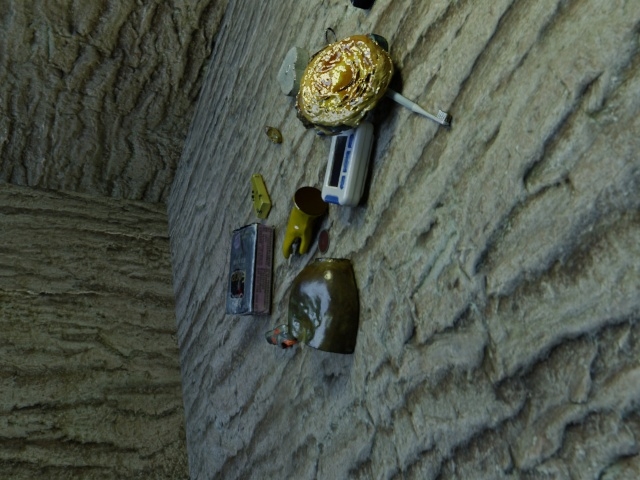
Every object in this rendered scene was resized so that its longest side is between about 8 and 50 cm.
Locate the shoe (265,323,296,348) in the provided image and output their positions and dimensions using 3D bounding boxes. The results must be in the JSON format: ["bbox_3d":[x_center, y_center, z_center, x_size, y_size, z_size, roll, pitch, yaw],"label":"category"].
[{"bbox_3d":[-0.142,0.353,2.096,0.194,0.074,0.077,-37,56,54],"label":"shoe"}]

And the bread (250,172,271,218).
[{"bbox_3d":[-0.259,-0.191,2.486,0.088,0.049,0.226,-66,30,32],"label":"bread"}]

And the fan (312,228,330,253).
[{"bbox_3d":[0.000,0.000,1.956,0.133,0.005,0.085,18,101,63],"label":"fan"}]

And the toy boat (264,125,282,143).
[{"bbox_3d":[-0.194,-0.430,2.407,0.149,0.048,0.047,58,134,52],"label":"toy boat"}]

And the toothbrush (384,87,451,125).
[{"bbox_3d":[0.237,-0.354,1.523,0.030,0.025,0.342,-67,30,16],"label":"toothbrush"}]

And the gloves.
[{"bbox_3d":[-0.071,-0.049,2.033,0.133,0.116,0.294,-64,0,-39],"label":"gloves"}]

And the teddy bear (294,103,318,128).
[{"bbox_3d":[0.038,-0.444,1.833,0.251,0.129,0.182,-29,67,25],"label":"teddy bear"}]

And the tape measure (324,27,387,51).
[{"bbox_3d":[0.100,-0.566,1.703,0.107,0.179,0.104,-46,28,53],"label":"tape measure"}]

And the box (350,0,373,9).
[{"bbox_3d":[0.127,-0.855,1.816,0.168,0.071,0.259,-58,35,42],"label":"box"}]

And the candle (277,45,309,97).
[{"bbox_3d":[-0.109,-0.636,2.257,0.168,0.068,0.192,2,84,61],"label":"candle"}]

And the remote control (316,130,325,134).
[{"bbox_3d":[0.024,-0.375,1.972,0.152,0.027,0.044,-157,70,-65],"label":"remote control"}]

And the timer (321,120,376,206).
[{"bbox_3d":[0.085,-0.229,1.752,0.178,0.078,0.254,-157,76,-66],"label":"timer"}]

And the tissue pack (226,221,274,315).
[{"bbox_3d":[-0.282,0.125,2.381,0.259,0.122,0.362,-14,70,60],"label":"tissue pack"}]

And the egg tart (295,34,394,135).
[{"bbox_3d":[0.073,-0.431,1.663,0.297,0.132,0.297,-6,75,23],"label":"egg tart"}]

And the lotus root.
[{"bbox_3d":[0.003,0.173,1.755,0.267,0.149,0.260,23,105,60],"label":"lotus root"}]
